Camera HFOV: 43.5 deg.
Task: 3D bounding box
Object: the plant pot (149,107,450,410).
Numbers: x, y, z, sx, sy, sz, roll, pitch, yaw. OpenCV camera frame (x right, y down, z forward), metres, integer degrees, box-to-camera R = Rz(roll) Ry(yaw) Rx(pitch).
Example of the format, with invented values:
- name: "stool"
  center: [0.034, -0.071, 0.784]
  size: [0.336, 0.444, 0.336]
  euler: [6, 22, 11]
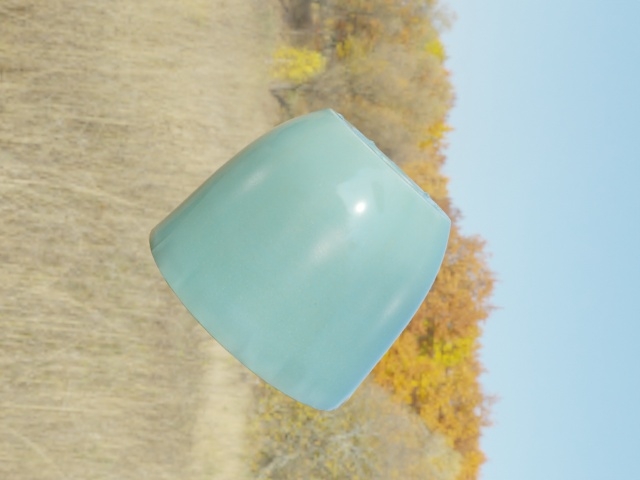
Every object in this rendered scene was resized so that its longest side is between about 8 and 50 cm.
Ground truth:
- name: "plant pot"
  center: [0.000, 0.000, 0.887]
  size: [0.235, 0.293, 0.293]
  euler: [-47, -170, 10]
